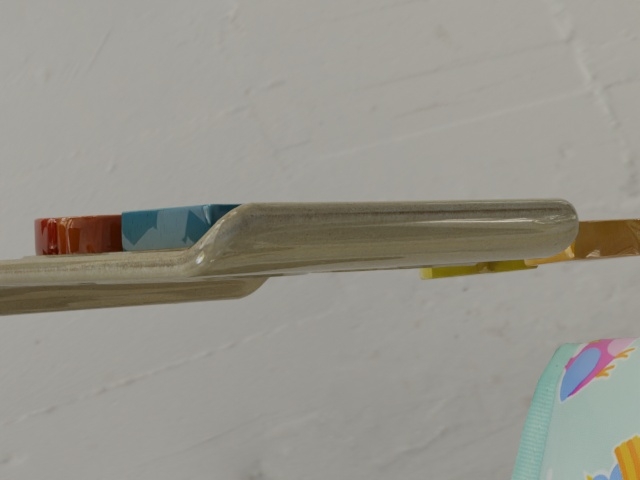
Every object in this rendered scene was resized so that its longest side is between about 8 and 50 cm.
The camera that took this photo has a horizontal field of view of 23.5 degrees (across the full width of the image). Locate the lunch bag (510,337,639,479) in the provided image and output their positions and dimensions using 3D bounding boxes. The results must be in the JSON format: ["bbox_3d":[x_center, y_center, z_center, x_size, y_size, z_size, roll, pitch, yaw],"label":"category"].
[{"bbox_3d":[0.142,0.166,0.415,0.160,0.223,0.262,24,-102,-27],"label":"lunch bag"}]

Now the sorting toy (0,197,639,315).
[{"bbox_3d":[0.000,0.000,0.719,0.307,0.229,0.041,-2,-95,-43],"label":"sorting toy"}]
